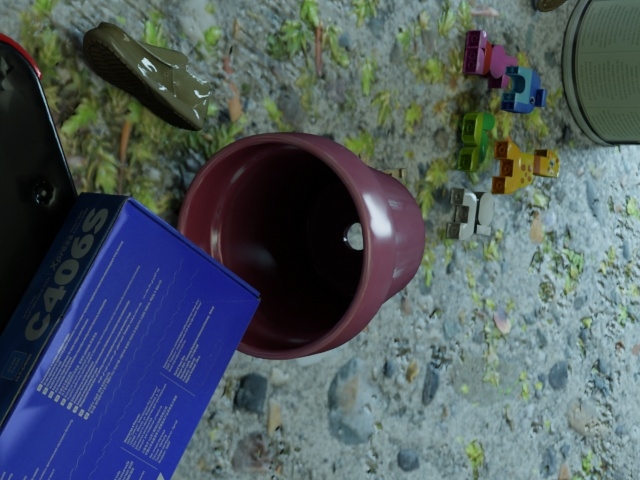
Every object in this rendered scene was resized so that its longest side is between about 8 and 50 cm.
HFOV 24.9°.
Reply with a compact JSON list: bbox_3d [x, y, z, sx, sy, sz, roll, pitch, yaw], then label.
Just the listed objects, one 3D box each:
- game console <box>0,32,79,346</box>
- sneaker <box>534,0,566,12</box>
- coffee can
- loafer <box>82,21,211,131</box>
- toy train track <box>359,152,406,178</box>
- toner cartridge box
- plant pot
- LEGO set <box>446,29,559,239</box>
[{"bbox_3d":[-0.318,0.054,1.112,0.342,0.060,0.387,-29,112,-35],"label":"game console"},{"bbox_3d":[0.270,-0.321,1.650,0.042,0.067,0.118,21,109,-45],"label":"sneaker"},{"bbox_3d":[0.446,-0.205,1.658,0.201,0.275,0.202,-4,96,-44],"label":"coffee can"},{"bbox_3d":[-0.148,-0.148,1.254,0.148,0.056,0.050,42,64,-48],"label":"loafer"},{"bbox_3d":[0.061,-0.066,1.483,0.083,0.014,0.048,-9,99,-43],"label":"toy train track"},{"bbox_3d":[-0.194,0.151,1.141,0.165,0.075,0.348,39,69,-35],"label":"toner cartridge box"},{"bbox_3d":[0.000,0.000,1.321,0.180,0.201,0.201,-8,99,-59],"label":"plant pot"},{"bbox_3d":[0.209,-0.107,1.571,0.093,0.087,0.227,7,89,-43],"label":"LEGO set"}]
